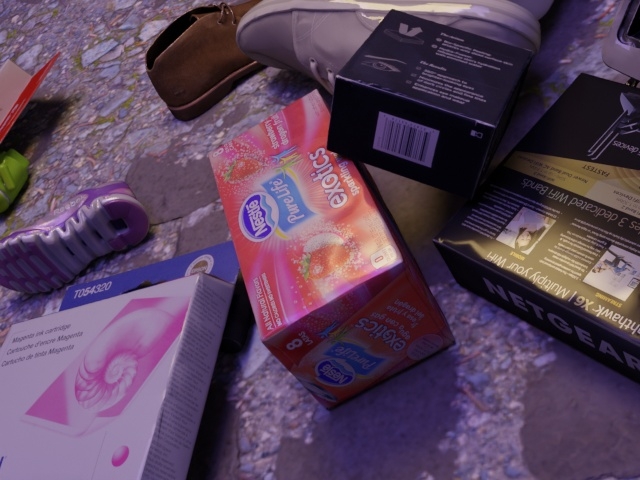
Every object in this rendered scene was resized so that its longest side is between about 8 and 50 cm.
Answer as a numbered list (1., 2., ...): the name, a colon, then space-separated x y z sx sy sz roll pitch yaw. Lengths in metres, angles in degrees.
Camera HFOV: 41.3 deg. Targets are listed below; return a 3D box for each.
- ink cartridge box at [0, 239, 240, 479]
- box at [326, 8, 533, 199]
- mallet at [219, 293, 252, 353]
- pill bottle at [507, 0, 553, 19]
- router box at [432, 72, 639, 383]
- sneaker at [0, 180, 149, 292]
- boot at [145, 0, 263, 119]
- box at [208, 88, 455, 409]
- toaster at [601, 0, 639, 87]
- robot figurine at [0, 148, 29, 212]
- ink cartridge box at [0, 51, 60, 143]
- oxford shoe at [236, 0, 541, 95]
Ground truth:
1. ink cartridge box: -0.254 0.142 0.950 0.324 0.071 0.330 -16 47 32
2. box: 0.109 -0.140 0.844 0.156 0.093 0.158 21 45 13
3. mallet: -0.159 0.099 0.984 0.190 0.039 0.062 -6 50 33
4. pill bottle: 0.145 -0.346 1.079 0.283 0.160 0.160 9 58 45
5. router box: 0.294 -0.009 0.755 0.243 0.081 0.309 -46 44 -12
6. sneaker: -0.344 -0.013 1.162 0.237 0.095 0.104 -24 37 5
7. boot: -0.128 -0.318 1.272 0.305 0.115 0.112 -42 41 -8
8. box: 0.000 0.000 0.888 0.154 0.142 0.299 -30 43 8
9. toaster: 0.378 -0.205 0.809 0.168 0.110 0.185 33 111 37
10. robot figurine: -0.510 -0.090 1.345 0.101 0.067 0.115 -7 49 41
11. ink cartridge box: -0.567 -0.194 1.423 0.239 0.060 0.275 -22 39 48
12. oxford shoe: 0.053 -0.225 1.057 0.450 0.169 0.130 13 86 39
